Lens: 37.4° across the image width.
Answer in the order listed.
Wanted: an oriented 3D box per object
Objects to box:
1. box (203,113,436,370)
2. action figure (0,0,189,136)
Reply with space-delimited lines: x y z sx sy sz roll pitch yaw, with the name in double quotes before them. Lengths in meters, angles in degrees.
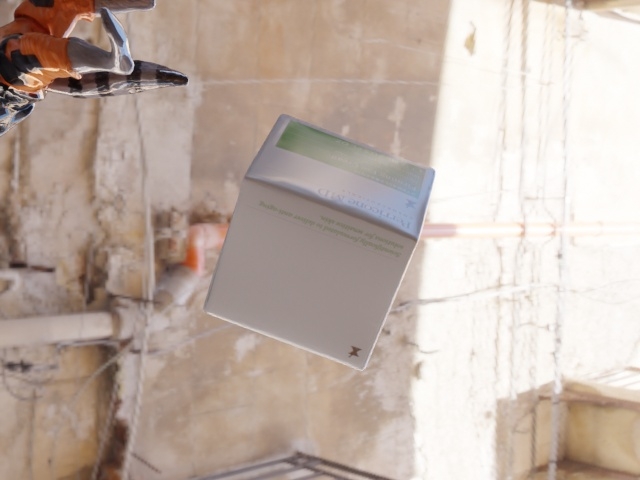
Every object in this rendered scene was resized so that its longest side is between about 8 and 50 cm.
"box" 0.000 0.000 0.546 0.101 0.087 0.102 21 -55 1
"action figure" -0.310 -0.129 0.898 0.330 0.178 0.341 -22 -136 14
